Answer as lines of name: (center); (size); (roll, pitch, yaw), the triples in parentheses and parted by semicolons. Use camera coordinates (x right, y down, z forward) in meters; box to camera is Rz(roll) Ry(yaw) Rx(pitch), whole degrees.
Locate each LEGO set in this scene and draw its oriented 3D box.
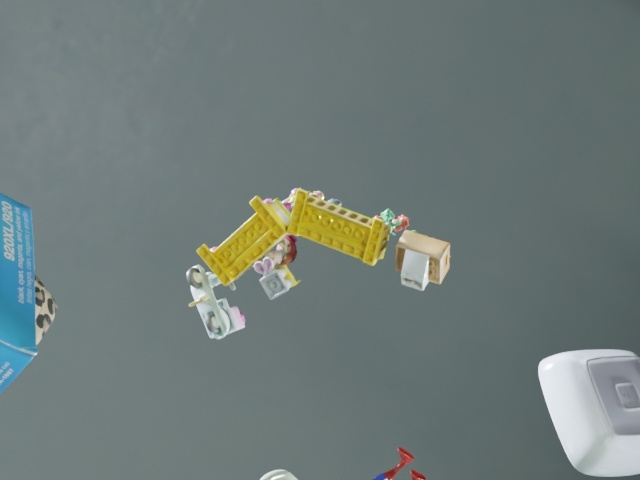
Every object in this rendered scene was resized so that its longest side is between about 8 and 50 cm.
LEGO set: (0.000, 0.000, 1.682); (0.287, 0.132, 0.107); (-16, 8, 27)

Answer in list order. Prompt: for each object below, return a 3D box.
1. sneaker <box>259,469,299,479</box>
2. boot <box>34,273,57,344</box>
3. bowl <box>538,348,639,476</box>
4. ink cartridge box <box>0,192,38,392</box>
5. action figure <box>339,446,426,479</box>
sneaker: (0.013, 0.341, 1.576); (0.305, 0.114, 0.152); (48, -25, 38)
boot: (-0.418, 0.054, 1.454); (0.138, 0.377, 0.284); (21, -34, 48)
bowl: (0.310, 0.176, 1.808); (0.142, 0.053, 0.142); (1, 61, -37)
ink cartridge box: (-0.347, 0.032, 1.218); (0.232, 0.171, 0.168); (29, 31, -32)
action figure: (0.024, 0.200, 1.266); (0.030, 0.115, 0.038); (33, 19, -49)
